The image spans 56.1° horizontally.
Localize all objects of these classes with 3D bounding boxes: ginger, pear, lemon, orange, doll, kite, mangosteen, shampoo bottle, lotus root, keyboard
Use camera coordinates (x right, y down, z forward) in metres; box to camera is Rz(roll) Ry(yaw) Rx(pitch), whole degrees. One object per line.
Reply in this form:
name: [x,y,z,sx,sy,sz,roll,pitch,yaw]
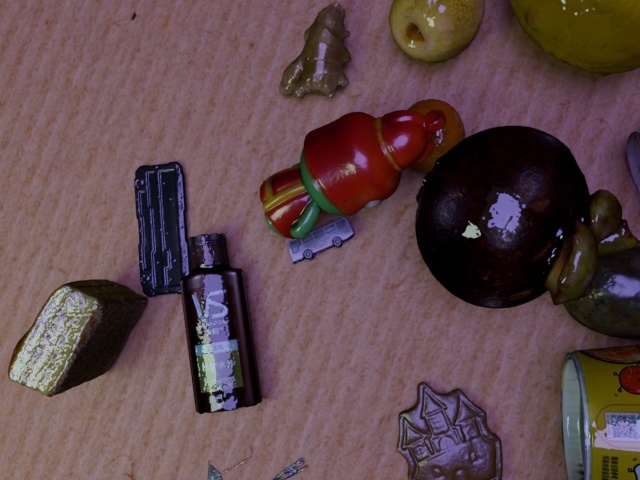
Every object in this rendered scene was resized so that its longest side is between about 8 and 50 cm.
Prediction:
ginger: [0.007,-0.354,1.151,0.115,0.081,0.206,34,98,38]
pear: [0.217,-0.418,1.101,0.177,0.178,0.178,0,85,5]
lemon: [0.473,-0.436,1.023,0.316,0.285,0.285,41,89,-22]
orange: [0.201,-0.191,1.100,0.135,0.117,0.136,16,118,33]
doll: [0.051,-0.133,1.047,0.362,0.183,0.160,-25,127,21]
kite: [-0.133,0.480,1.127,0.244,0.006,0.198,-38,83,1]
mangosteen: [0.328,-0.028,0.975,0.346,0.307,0.307,24,87,24]
shampoo bottle: [-0.191,0.150,1.123,0.129,0.084,0.323,-8,84,1]
lotus root: [0.557,0.092,1.030,0.274,0.152,0.160,4,89,6]
keyboard: [-0.312,-0.023,1.181,0.106,0.016,0.263,-6,84,4]

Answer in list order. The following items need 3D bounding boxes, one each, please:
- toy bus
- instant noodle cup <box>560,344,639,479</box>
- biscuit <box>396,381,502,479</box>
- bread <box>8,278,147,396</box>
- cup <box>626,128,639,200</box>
toy bus: [0.000,0.000,1.142,0.130,0.037,0.052,-24,81,2]
instant noodle cup: [0.530,0.301,0.949,0.253,0.325,0.326,-1,85,15]
biscuit: [0.226,0.361,1.093,0.182,0.034,0.215,-24,83,2]
bread: [-0.426,0.162,1.065,0.110,0.234,0.184,29,87,5]
cup: [0.690,-0.147,1.004,0.273,0.253,0.253,-24,83,9]
